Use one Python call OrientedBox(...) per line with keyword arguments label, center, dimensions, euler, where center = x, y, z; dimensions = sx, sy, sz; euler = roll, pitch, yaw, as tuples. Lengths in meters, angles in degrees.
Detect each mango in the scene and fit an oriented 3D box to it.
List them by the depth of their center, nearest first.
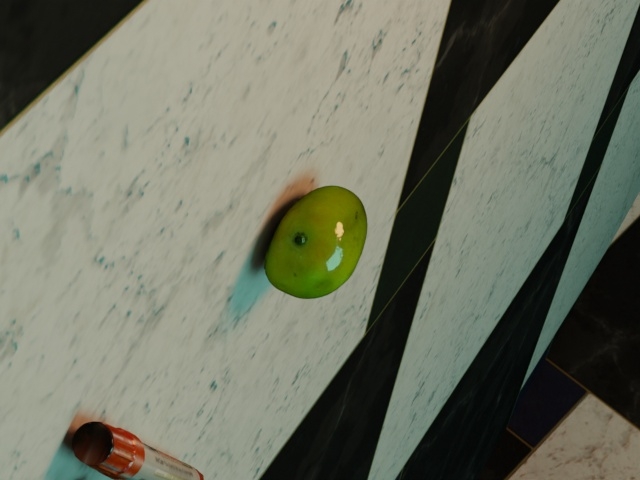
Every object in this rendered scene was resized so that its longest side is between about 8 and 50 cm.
OrientedBox(label="mango", center=(0.000, 0.000, 1.165), dimensions=(0.073, 0.056, 0.108), euler=(-62, 179, 10))

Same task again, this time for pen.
OrientedBox(label="pen", center=(-0.104, 0.133, 1.070), dimensions=(0.028, 0.028, 0.239), euler=(-62, 167, -8))
